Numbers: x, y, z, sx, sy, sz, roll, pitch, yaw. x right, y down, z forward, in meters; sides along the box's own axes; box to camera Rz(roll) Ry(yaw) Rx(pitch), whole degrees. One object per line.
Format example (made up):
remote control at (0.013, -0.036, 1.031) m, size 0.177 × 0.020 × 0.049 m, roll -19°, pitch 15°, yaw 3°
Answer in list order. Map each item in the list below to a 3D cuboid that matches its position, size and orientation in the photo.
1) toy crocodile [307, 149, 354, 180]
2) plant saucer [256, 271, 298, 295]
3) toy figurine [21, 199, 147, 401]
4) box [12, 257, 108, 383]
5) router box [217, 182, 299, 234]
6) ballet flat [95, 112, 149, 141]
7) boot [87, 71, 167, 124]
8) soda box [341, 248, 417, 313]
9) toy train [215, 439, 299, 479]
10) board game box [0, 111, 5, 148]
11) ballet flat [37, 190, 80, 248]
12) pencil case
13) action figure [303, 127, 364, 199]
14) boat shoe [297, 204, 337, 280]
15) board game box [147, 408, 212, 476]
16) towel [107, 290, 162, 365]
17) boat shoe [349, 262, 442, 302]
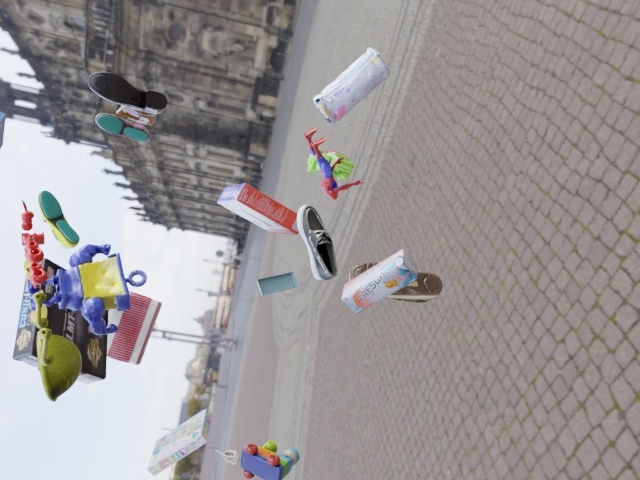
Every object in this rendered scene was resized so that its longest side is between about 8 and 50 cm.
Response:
toy crocodile at (0.035, -0.289, 1.886) m, size 0.340 × 0.115 × 0.105 m, roll -158°, pitch 86°, yaw -72°
plant saucer at (-0.169, 0.170, 1.985) m, size 0.018 × 0.192 × 0.067 m, roll -33°, pitch 74°, yaw 40°
toy figurine at (-0.435, 0.095, 0.972) m, size 0.363 × 0.217 × 0.191 m, roll 62°, pitch 141°, yaw 30°
box at (-0.749, 0.244, 1.498) m, size 0.293 × 0.073 × 0.296 m, roll 60°, pitch -165°, yaw -56°
router box at (-0.265, -0.132, 2.200) m, size 0.082 × 0.301 × 0.335 m, roll -64°, pitch 23°, yaw -9°
ballet flat at (-0.794, -0.460, 2.025) m, size 0.077 × 0.221 × 0.079 m, roll -52°, pitch 48°, yaw 23°
boot at (-0.700, -0.502, 1.815) m, size 0.280 × 0.263 × 0.096 m, roll 1°, pitch 87°, yaw 61°
soda box at (0.136, 0.097, 1.183) m, size 0.183 × 0.058 × 0.063 m, roll -35°, pitch 21°, yaw 27°
toy train at (-0.200, 0.693, 1.645) m, size 0.143 × 0.247 × 0.105 m, roll -8°, pitch -72°, yaw -59°
board game box at (-0.986, -0.254, 1.473) m, size 0.160 × 0.039 × 0.212 m, roll -42°, pitch 31°, yaw 47°
ballet flat at (-0.961, -0.067, 1.833) m, size 0.077 × 0.231 × 0.077 m, roll -31°, pitch 2°, yaw 32°
pencil case at (0.102, -0.524, 1.711) m, size 0.273 × 0.124 × 0.114 m, roll -38°, pitch 52°, yaw 14°
action figure at (0.048, -0.241, 1.606) m, size 0.092 × 0.138 × 0.281 m, roll 57°, pitch 170°, yaw 39°
boat shoe at (0.000, 0.000, 1.386) m, size 0.070 × 0.077 × 0.220 m, roll -26°, pitch 79°, yaw 55°
board game box at (-0.334, 0.480, 1.209) m, size 0.154 × 0.026 × 0.103 m, roll -33°, pitch 16°, yaw 5°
towel at (-0.747, 0.278, 1.776) m, size 0.037 × 0.328 × 0.237 m, roll 93°, pitch -166°, yaw -82°
boat shoe at (0.202, 0.130, 1.409) m, size 0.095 × 0.257 × 0.095 m, roll 101°, pitch 180°, yaw -62°
